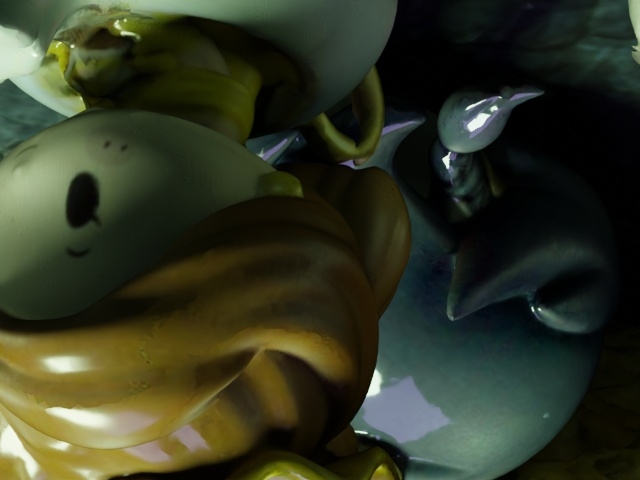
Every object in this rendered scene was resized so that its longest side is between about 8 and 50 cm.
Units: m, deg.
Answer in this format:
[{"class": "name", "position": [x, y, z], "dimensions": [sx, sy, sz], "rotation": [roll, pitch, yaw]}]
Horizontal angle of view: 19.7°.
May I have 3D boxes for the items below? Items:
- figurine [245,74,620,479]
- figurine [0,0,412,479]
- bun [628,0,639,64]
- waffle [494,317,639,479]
[{"class": "figurine", "position": [0.004, 0.005, 0.749], "dimensions": [0.265, 0.197, 0.175], "rotation": [12, -167, -29]}, {"class": "figurine", "position": [-0.043, -0.017, 0.547], "dimensions": [0.189, 0.263, 0.142], "rotation": [19, 153, -38]}, {"class": "bun", "position": [0.180, -0.085, 0.538], "dimensions": [0.173, 0.120, 0.173], "rotation": [21, 179, 0]}, {"class": "waffle", "position": [0.084, 0.123, 0.887], "dimensions": [0.380, 0.095, 0.382], "rotation": [-8, -163, 16]}]
